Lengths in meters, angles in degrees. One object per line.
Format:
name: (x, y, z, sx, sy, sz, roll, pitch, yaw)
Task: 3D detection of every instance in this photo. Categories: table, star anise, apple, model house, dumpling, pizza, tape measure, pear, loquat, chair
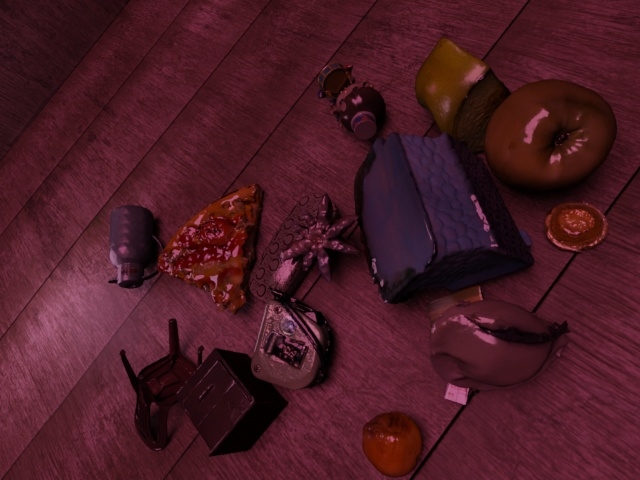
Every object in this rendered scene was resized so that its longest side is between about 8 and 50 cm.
table: (-0.233, 0.410, 1.091, 0.169, 0.172, 0.193, -50, 58, 0)
star anise: (0.000, 0.000, 1.115, 0.237, 0.093, 0.229, -17, 93, 14)
apple: (0.506, -0.234, 0.949, 0.263, 0.262, 0.262, -10, 65, 22)
model house: (0.298, -0.066, 1.004, 0.340, 0.297, 0.359, -5, 60, -16)
dumpling: (0.357, 0.224, 0.841, 0.293, 0.163, 0.204, 13, 89, -11)
pizza: (-0.314, 0.039, 1.307, 0.440, 0.130, 0.406, -39, 51, 7)
tape measure: (-0.064, 0.256, 1.089, 0.207, 0.115, 0.235, 11, 83, 23)
pear: (0.342, -0.387, 1.100, 0.176, 0.287, 0.281, -47, 55, 25)
loquat: (0.156, 0.444, 0.931, 0.137, 0.113, 0.137, 1, 92, 40)
chair: (-0.450, 0.426, 1.229, 0.176, 0.183, 0.326, 32, 130, 32)

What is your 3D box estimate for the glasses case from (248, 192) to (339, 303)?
glasses case: (-0.078, 0.023, 1.227, 0.137, 0.085, 0.354, 32, 86, 31)

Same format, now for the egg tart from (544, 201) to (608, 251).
egg tart: (0.575, -0.038, 0.957, 0.129, 0.049, 0.128, -10, 64, 21)

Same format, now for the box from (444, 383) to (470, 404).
box: (0.314, 0.304, 0.949, 0.051, 0.036, 0.117, 11, 76, 29)

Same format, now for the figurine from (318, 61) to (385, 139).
figurine: (0.102, -0.416, 1.281, 0.161, 0.158, 0.275, -45, 56, 14)

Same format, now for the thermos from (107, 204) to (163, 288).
thermos: (-0.644, 0.026, 1.484, 0.183, 0.145, 0.286, -7, 64, -13)

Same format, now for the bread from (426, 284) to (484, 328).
bread: (0.311, 0.157, 0.984, 0.139, 0.084, 0.073, -14, 65, 21)
